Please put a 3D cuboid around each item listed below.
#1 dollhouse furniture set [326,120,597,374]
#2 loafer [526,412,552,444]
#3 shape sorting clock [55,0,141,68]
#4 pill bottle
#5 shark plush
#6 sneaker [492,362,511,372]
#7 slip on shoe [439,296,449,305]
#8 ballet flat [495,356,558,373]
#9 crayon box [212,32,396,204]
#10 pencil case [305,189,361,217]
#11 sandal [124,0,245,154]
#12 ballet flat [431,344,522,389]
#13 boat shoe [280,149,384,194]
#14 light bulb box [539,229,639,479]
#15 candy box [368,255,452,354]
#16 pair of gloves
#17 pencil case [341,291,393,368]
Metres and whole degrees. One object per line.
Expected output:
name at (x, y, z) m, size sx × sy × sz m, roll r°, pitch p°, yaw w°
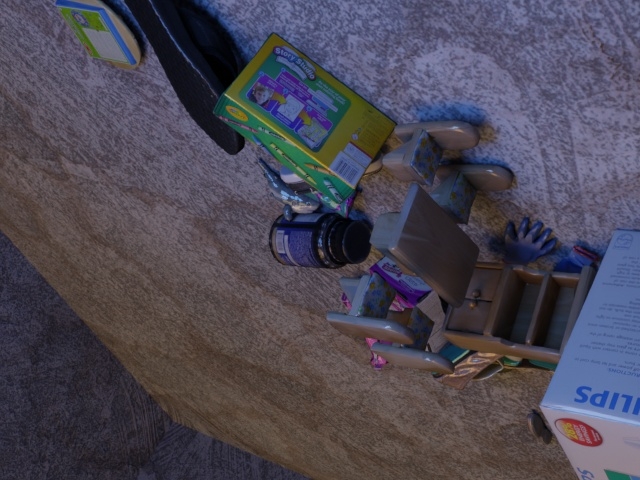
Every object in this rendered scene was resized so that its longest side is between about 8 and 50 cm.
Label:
dollhouse furniture set at (0.266, 0.053, 1.388) m, size 0.256 × 0.362 × 0.394 m, roll 4°, pitch 155°, yaw 41°
loafer at (0.546, 0.478, 2.111) m, size 0.039 × 0.045 × 0.125 m, roll 9°, pitch 148°, yaw 48°
shape sorting clock at (-0.447, -0.428, 1.679) m, size 0.206 × 0.040 × 0.206 m, roll 25°, pitch 155°, yaw 12°
pill bottle at (0.000, 0.000, 1.819) m, size 0.219 × 0.123 × 0.123 m, roll 3°, pitch 140°, yaw 44°
shark plush at (-0.072, -0.119, 1.811) m, size 0.161 × 0.073 × 0.067 m, roll 52°, pitch 132°, yaw 6°
sneaker at (0.359, 0.248, 1.908) m, size 0.192 × 0.064 × 0.086 m, roll 32°, pitch 149°, yaw -3°
slip on shoe at (0.296, 0.132, 1.812) m, size 0.135 × 0.041 × 0.051 m, roll 12°, pitch 146°, yaw 33°
ballet flat at (0.454, 0.249, 1.811) m, size 0.232 × 0.080 × 0.073 m, roll 15°, pitch 177°, yaw 35°
crayon box at (-0.025, -0.213, 1.458) m, size 0.278 × 0.165 × 0.081 m, roll 36°, pitch 152°, yaw -5°
pencil case at (0.004, -0.109, 1.703) m, size 0.151 × 0.064 × 0.070 m, roll 29°, pitch 165°, yaw 6°
sandal at (-0.234, -0.360, 1.506) m, size 0.167 × 0.107 × 0.446 m, roll 15°, pitch 138°, yaw 59°
ballet flat at (0.368, 0.225, 1.764) m, size 0.106 × 0.107 × 0.316 m, roll 36°, pitch 133°, yaw -12°
boat shoe at (0.029, -0.125, 1.602) m, size 0.228 × 0.080 × 0.076 m, roll -8°, pitch 129°, yaw 30°
light bulb box at (0.569, 0.236, 1.359) m, size 0.225 × 0.361 × 0.358 m, roll 6°, pitch 143°, yaw 41°
candy box at (0.207, 0.153, 1.851) m, size 0.159 × 0.071 × 0.233 m, roll 41°, pitch 163°, yaw 41°
pair of gloves at (0.429, 0.034, 1.543) m, size 0.198 × 0.023 × 0.159 m, roll 27°, pitch 153°, yaw 12°
pencil case at (0.121, 0.199, 1.984) m, size 0.095 × 0.098 × 0.209 m, roll -9°, pitch 113°, yaw 47°
